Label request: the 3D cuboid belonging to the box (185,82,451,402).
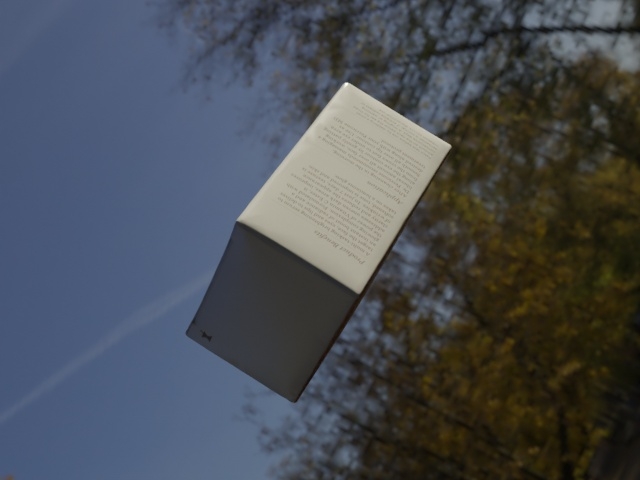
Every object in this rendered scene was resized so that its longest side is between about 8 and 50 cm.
[{"bbox_3d":[0.000,0.000,0.883,0.170,0.091,0.130,-56,-4,-43],"label":"box"}]
